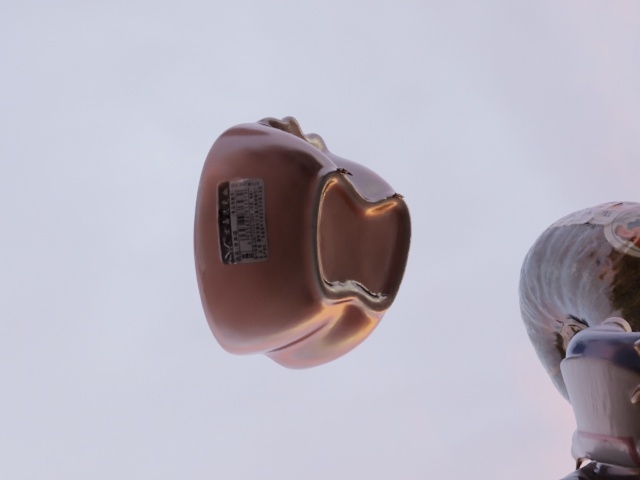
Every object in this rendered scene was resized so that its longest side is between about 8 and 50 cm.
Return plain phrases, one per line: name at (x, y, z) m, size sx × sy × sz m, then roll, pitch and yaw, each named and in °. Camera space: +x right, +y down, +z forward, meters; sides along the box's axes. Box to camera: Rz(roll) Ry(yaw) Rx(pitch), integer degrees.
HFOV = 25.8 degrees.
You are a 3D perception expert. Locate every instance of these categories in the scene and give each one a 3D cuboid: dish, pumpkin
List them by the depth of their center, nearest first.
dish at (0.000, 0.000, 1.077) m, size 0.213 × 0.090 × 0.213 m, roll -2°, pitch -88°, yaw -54°
pumpkin at (0.336, 0.078, 1.457) m, size 0.189 × 0.260 × 0.260 m, roll -22°, pitch -71°, yaw -24°

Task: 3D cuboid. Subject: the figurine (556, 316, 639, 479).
figurine at (0.221, 0.187, 0.937) m, size 0.158 × 0.161 × 0.275 m, roll 13°, pitch -95°, yaw -30°
